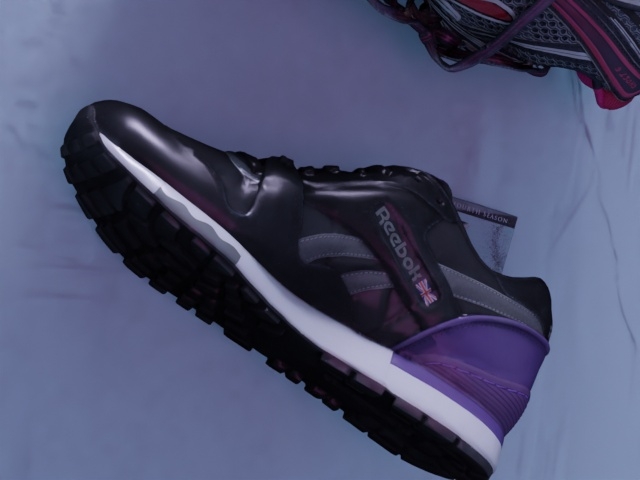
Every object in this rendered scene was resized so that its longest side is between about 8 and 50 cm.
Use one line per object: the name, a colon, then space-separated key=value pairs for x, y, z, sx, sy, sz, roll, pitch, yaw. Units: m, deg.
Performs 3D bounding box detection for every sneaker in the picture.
sneaker: x=0.000 y=0.000 z=0.786 sx=0.283 sy=0.107 sz=0.124 roll=38 pitch=69 yaw=-18
sneaker: x=0.066 y=-0.148 z=0.789 sx=0.299 sy=0.121 sz=0.112 roll=15 pitch=120 yaw=-15

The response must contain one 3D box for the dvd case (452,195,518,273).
dvd case: x=0.057 y=0.032 z=0.853 sx=0.087 sy=0.013 sz=0.119 roll=17 pitch=88 yaw=-23
